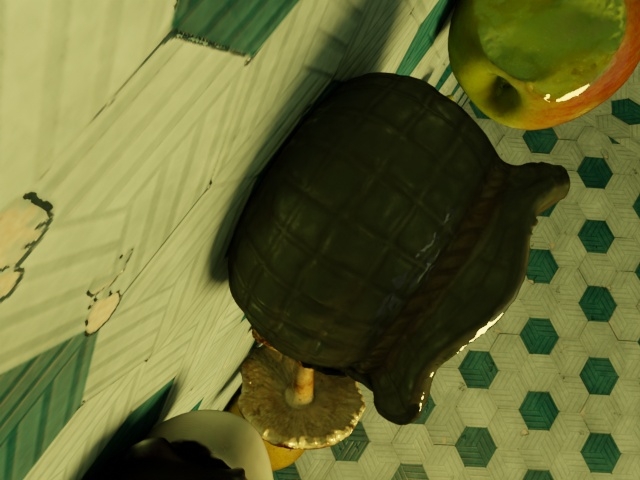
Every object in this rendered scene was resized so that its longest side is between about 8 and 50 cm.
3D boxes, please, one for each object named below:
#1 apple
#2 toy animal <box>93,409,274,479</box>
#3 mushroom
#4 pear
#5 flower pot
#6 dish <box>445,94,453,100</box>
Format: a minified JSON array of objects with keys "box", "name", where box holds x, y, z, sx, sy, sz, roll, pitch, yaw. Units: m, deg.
[{"box":[0.287,-0.268,0.871,0.226,0.246,0.246,-39,170,-13],"name":"apple"},{"box":[-0.129,0.291,0.691,0.213,0.212,0.266,-57,171,8],"name":"toy animal"},{"box":[-0.021,0.249,1.143,0.302,0.232,0.208,128,-40,-71],"name":"mushroom"},{"box":[-0.121,0.418,1.506,0.209,0.208,0.209,-55,174,-9],"name":"pear"},{"box":[0.061,0.001,0.626,0.302,0.213,0.302,-55,173,-10],"name":"flower pot"},{"box":[0.163,-0.158,1.115,0.149,0.080,0.208,68,37,-62],"name":"dish"}]
